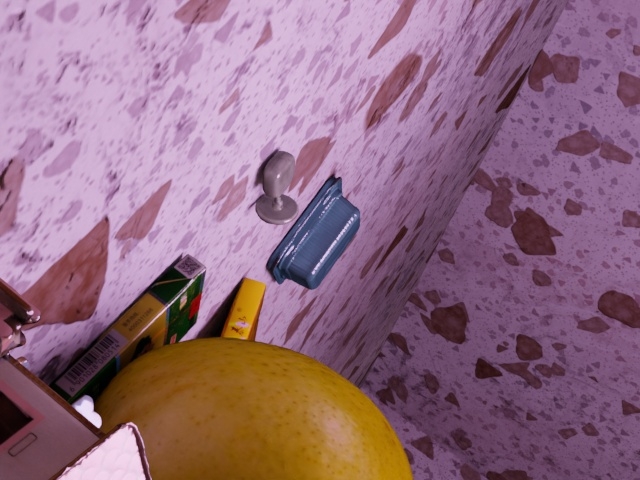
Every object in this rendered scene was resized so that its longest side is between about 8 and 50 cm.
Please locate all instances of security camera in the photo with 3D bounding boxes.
[{"bbox_3d":[-0.053,-0.068,1.230,0.058,0.058,0.092,-46,153,-39],"label":"security camera"}]

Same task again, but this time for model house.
[{"bbox_3d":[-0.232,0.217,0.798,0.169,0.244,0.326,-34,156,-51],"label":"model house"}]

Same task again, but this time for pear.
[{"bbox_3d":[-0.082,0.285,1.020,0.362,0.418,0.363,-30,136,-33],"label":"pear"}]

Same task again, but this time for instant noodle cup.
[{"bbox_3d":[0.000,0.000,1.570,0.179,0.070,0.157,-55,170,-9],"label":"instant noodle cup"}]

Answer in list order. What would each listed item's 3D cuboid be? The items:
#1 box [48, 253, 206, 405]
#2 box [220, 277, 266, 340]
[{"bbox_3d":[-0.217,0.128,1.123,0.235,0.034,0.132,-47,165,-33],"label":"box"},{"bbox_3d":[-0.130,0.181,1.507,0.269,0.043,0.152,104,3,-59],"label":"box"}]
